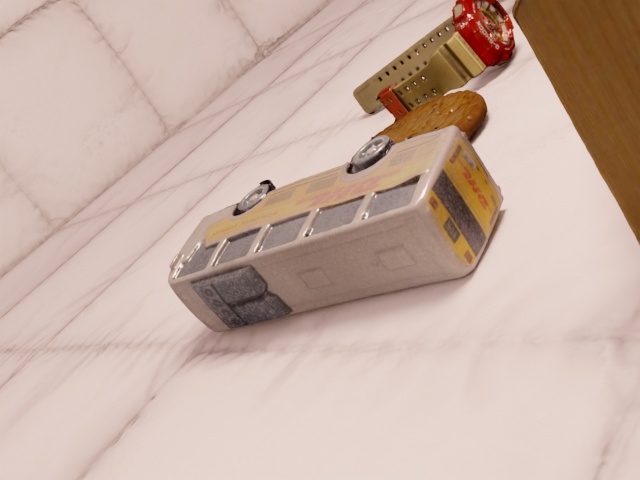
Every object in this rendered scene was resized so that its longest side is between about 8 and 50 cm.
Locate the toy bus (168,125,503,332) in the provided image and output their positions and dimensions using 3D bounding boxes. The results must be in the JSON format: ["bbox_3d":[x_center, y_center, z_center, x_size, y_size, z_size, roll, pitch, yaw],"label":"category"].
[{"bbox_3d":[0.000,0.000,0.731,0.342,0.097,0.138,-17,33,40],"label":"toy bus"}]

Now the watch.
[{"bbox_3d":[0.137,-0.229,1.071,0.268,0.102,0.165,-33,19,34],"label":"watch"}]

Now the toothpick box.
[{"bbox_3d":[0.260,-0.158,0.534,0.187,0.190,0.308,-28,16,27],"label":"toothpick box"}]

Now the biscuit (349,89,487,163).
[{"bbox_3d":[0.108,-0.111,0.911,0.187,0.027,0.188,-31,21,13],"label":"biscuit"}]
